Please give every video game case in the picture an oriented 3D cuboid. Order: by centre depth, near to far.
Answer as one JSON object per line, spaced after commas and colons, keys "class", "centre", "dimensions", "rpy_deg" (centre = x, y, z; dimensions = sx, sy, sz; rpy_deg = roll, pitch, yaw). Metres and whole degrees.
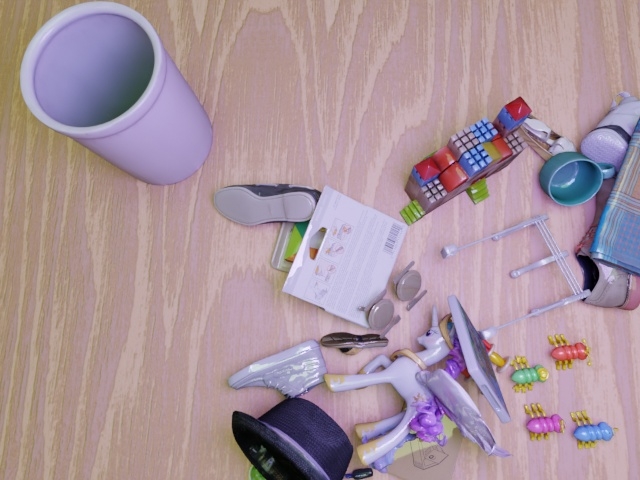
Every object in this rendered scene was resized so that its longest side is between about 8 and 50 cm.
{"class": "video game case", "centre": [0.345, 0.253, 0.911], "dimensions": [0.023, 0.213, 0.193], "rpy_deg": [-26, 119, 20]}

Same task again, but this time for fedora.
{"class": "fedora", "centre": [-0.046, 0.463, 0.940], "dimensions": [0.334, 0.334, 0.152], "rpy_deg": [41, 52, 11]}

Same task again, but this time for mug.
{"class": "mug", "centre": [0.665, -0.165, 1.099], "dimensions": [0.157, 0.097, 0.130], "rpy_deg": [16, 119, -5]}

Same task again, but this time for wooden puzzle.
{"class": "wooden puzzle", "centre": [0.000, 0.000, 1.161], "dimensions": [0.238, 0.044, 0.221], "rpy_deg": [15, 80, 7]}

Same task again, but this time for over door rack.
{"class": "over door rack", "centre": [0.480, 0.087, 1.054], "dimensions": [0.323, 0.108, 0.240], "rpy_deg": [-17, 73, -13]}

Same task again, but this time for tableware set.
{"class": "tableware set", "centre": [0.186, 0.149, 1.079], "dimensions": [0.194, 0.128, 0.039], "rpy_deg": [-42, 36, -16]}

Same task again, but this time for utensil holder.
{"class": "utensil holder", "centre": [-0.491, -0.351, 1.097], "dimensions": [0.326, 0.385, 0.329], "rpy_deg": [-1, 80, 5]}

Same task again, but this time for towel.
{"class": "towel", "centre": [0.822, -0.085, 0.977], "dimensions": [0.271, 0.040, 0.371], "rpy_deg": [21, 91, 3]}

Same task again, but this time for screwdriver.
{"class": "screwdriver", "centre": [0.050, 0.599, 1.053], "dimensions": [0.169, 0.024, 0.025], "rpy_deg": [-10, 108, 5]}

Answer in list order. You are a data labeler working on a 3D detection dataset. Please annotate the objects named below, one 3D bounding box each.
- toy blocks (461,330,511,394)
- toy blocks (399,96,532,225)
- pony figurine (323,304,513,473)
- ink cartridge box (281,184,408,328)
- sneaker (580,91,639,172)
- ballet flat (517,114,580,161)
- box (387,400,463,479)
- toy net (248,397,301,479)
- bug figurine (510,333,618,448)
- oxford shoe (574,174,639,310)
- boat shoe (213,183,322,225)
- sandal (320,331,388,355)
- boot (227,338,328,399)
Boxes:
{"class": "toy blocks", "centre": [0.390, 0.299, 1.065], "dimensions": [0.148, 0.054, 0.123], "rpy_deg": [39, 84, 11]}
{"class": "toy blocks", "centre": [0.374, -0.203, 1.058], "dimensions": [0.381, 0.261, 0.191], "rpy_deg": [-31, 78, -1]}
{"class": "pony figurine", "centre": [0.234, 0.361, 0.955], "dimensions": [0.363, 0.303, 0.351], "rpy_deg": [-32, 51, 3]}
{"class": "ink cartridge box", "centre": [0.063, 0.044, 1.090], "dimensions": [0.260, 0.066, 0.297], "rpy_deg": [25, 81, -14]}
{"class": "sneaker", "centre": [0.884, -0.234, 1.082], "dimensions": [0.365, 0.137, 0.210], "rpy_deg": [33, 77, 3]}
{"class": "ballet flat", "centre": [0.628, -0.272, 1.146], "dimensions": [0.232, 0.073, 0.080], "rpy_deg": [37, 84, 10]}
{"class": "box", "centre": [0.268, 0.511, 1.051], "dimensions": [0.164, 0.021, 0.202], "rpy_deg": [20, 81, 8]}
{"class": "toy net", "centre": [-0.088, 0.524, 1.066], "dimensions": [0.121, 0.045, 0.233], "rpy_deg": [21, 81, 9]}
{"class": "bug figurine", "centre": [0.593, 0.381, 1.023], "dimensions": [0.215, 0.072, 0.280], "rpy_deg": [-12, 79, 3]}
{"class": "oxford shoe", "centre": [0.727, -0.001, 1.062], "dimensions": [0.130, 0.123, 0.349], "rpy_deg": [2, 79, 8]}
{"class": "boat shoe", "centre": [-0.142, -0.104, 1.164], "dimensions": [0.334, 0.095, 0.112], "rpy_deg": [5, 109, 26]}
{"class": "sandal", "centre": [0.089, 0.277, 1.095], "dimensions": [0.179, 0.072, 0.049], "rpy_deg": [1, 100, 1]}
{"class": "boot", "centre": [-0.105, 0.361, 1.072], "dimensions": [0.258, 0.095, 0.124], "rpy_deg": [-23, 71, -1]}
